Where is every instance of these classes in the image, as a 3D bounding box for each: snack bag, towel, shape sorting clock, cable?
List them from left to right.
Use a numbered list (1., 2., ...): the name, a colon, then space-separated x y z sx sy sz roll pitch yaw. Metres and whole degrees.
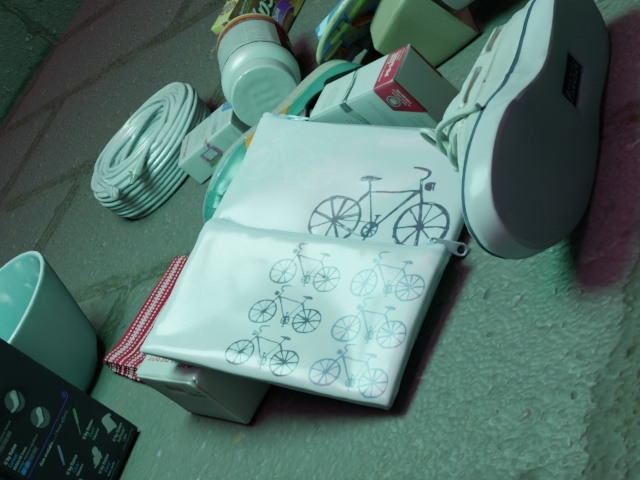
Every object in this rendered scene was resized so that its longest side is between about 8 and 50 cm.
1. cable: -0.290 -0.157 1.943 0.257 0.089 0.257 -56 25 -13
2. towel: -0.184 0.102 1.495 0.275 0.031 0.199 1 55 59
3. snack bag: 0.000 0.000 1.190 0.323 0.037 0.342 8 61 35
4. shape sorting clock: 0.070 -0.311 1.524 0.206 0.040 0.206 -41 -10 -9

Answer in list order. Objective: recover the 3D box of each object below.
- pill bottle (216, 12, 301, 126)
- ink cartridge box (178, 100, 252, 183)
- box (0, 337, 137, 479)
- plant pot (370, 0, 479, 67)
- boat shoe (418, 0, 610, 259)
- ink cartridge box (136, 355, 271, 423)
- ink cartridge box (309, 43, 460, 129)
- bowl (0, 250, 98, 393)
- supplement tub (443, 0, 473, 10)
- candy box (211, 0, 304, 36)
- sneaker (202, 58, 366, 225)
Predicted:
1. pill bottle: -0.094 -0.259 1.725 0.121 0.121 0.221 -43 27 15
2. ink cartridge box: -0.163 -0.160 1.784 0.122 0.052 0.088 -35 29 26
3. box: -0.390 0.232 1.371 0.165 0.270 0.143 -22 38 44
4. plant pot: 0.121 -0.276 1.431 0.096 0.109 0.109 -50 24 25
5. boat shoe: 0.169 -0.107 1.088 0.156 0.136 0.367 -26 32 41
6. ink cartridge box: -0.099 0.094 1.295 0.154 0.093 0.212 -5 48 56
7. ink cartridge box: 0.079 -0.152 1.317 0.150 0.109 0.063 -17 42 49
8. bowl: -0.442 0.186 1.642 0.311 0.163 0.311 -38 27 24
9. supplement tub: 0.228 -0.458 1.336 0.331 0.241 0.241 -39 28 21
10. candy box: -0.100 -0.400 1.937 0.053 0.109 0.186 -17 41 48
11. sneaker: -0.036 -0.114 1.454 0.302 0.108 0.121 -50 21 -3
